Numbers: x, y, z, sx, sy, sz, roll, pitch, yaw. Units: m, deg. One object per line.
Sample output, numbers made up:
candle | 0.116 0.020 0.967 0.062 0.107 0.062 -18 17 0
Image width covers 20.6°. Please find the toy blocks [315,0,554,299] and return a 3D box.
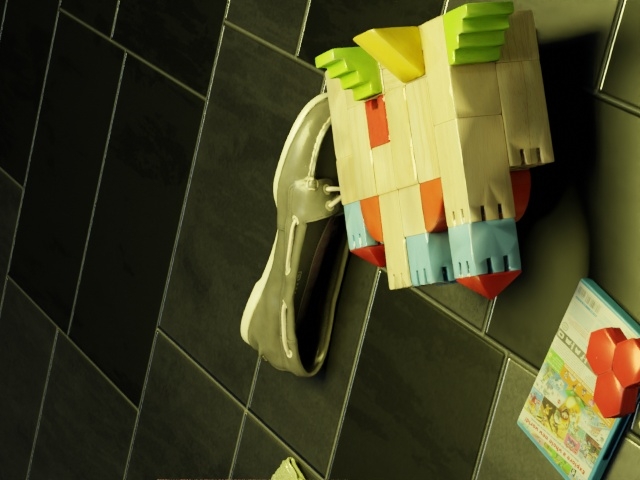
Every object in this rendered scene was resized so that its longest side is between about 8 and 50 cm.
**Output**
toy blocks | 0.116 -0.068 1.730 0.381 0.190 0.261 167 96 -68

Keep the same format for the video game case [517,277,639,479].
video game case | 0.246 0.136 1.625 0.119 0.015 0.166 50 127 48

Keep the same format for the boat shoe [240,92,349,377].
boat shoe | 0.000 0.000 1.964 0.095 0.112 0.335 36 123 34

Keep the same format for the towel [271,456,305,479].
towel | -0.044 0.337 2.054 0.110 0.027 0.148 58 133 45

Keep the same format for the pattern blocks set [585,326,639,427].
pattern blocks set | 0.325 0.182 1.402 0.285 0.026 0.325 -41 52 52
